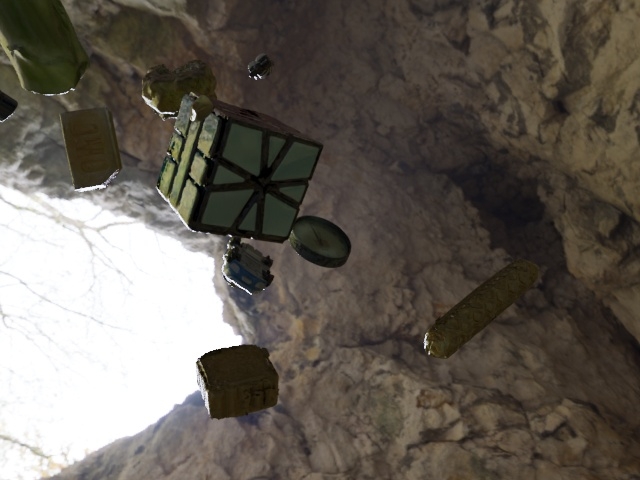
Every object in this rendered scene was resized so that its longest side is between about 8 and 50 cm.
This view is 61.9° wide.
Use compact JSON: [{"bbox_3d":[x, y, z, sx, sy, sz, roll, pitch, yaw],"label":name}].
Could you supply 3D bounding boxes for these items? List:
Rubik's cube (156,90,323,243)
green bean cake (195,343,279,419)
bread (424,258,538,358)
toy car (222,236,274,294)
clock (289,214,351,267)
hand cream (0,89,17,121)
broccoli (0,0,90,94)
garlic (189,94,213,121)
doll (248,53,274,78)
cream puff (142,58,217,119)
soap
[{"bbox_3d":[-0.213,-0.184,1.351,0.283,0.293,0.288,42,-66,50],"label":"Rubik's cube"},{"bbox_3d":[-0.249,0.422,1.604,0.229,0.224,0.131,-140,-132,-59],"label":"green bean cake"},{"bbox_3d":[0.359,0.143,1.171,0.367,0.084,0.077,-31,-121,-30],"label":"bread"},{"bbox_3d":[-0.292,0.110,2.022,0.166,0.198,0.314,-51,-163,11],"label":"toy car"},{"bbox_3d":[0.000,0.000,1.805,0.049,0.226,0.226,-61,-143,34],"label":"clock"},{"bbox_3d":[-0.908,-0.393,1.332,0.120,0.270,0.061,-21,-119,22],"label":"hand cream"},{"bbox_3d":[-0.438,-0.378,0.601,0.275,0.397,0.353,-27,-112,-1],"label":"broccoli"},{"bbox_3d":[-0.255,-0.283,1.133,0.053,0.041,0.083,-38,-174,-12],"label":"garlic"},{"bbox_3d":[-0.204,-0.598,1.847,0.091,0.067,0.219,-35,-167,8],"label":"doll"},{"bbox_3d":[-0.494,-0.526,1.901,0.282,0.185,0.282,-5,-144,4],"label":"cream puff"},{"bbox_3d":[-0.683,-0.272,1.602,0.073,0.140,0.232,180,-101,-83],"label":"soap"}]
